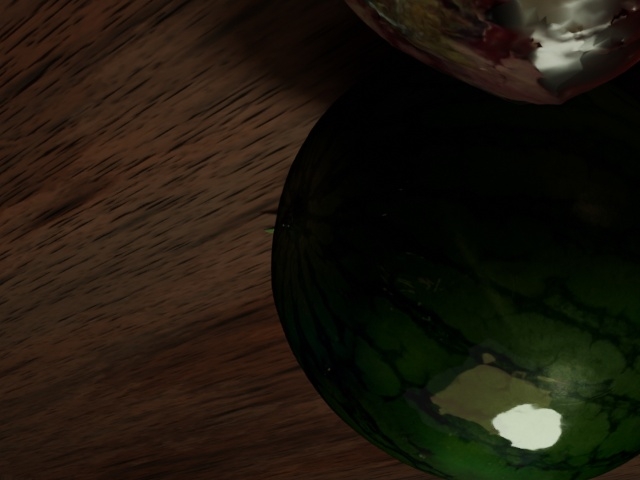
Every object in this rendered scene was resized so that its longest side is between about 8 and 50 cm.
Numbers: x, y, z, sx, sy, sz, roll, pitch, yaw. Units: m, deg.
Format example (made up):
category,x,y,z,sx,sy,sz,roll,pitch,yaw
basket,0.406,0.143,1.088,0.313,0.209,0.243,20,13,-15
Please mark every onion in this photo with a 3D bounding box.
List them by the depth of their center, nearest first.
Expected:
category,x,y,z,sx,sy,sz,roll,pitch,yaw
onion,0.106,-0.194,0.881,0.252,0.219,0.252,46,162,20

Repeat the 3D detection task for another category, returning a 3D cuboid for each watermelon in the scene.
category,x,y,z,sx,sy,sz,roll,pitch,yaw
watermelon,0.135,0.021,1.248,0.363,0.363,0.363,5,160,2

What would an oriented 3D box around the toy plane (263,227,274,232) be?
category,x,y,z,sx,sy,sz,roll,pitch,yaw
toy plane,0.000,0.000,1.651,0.111,0.040,0.102,18,158,-33
